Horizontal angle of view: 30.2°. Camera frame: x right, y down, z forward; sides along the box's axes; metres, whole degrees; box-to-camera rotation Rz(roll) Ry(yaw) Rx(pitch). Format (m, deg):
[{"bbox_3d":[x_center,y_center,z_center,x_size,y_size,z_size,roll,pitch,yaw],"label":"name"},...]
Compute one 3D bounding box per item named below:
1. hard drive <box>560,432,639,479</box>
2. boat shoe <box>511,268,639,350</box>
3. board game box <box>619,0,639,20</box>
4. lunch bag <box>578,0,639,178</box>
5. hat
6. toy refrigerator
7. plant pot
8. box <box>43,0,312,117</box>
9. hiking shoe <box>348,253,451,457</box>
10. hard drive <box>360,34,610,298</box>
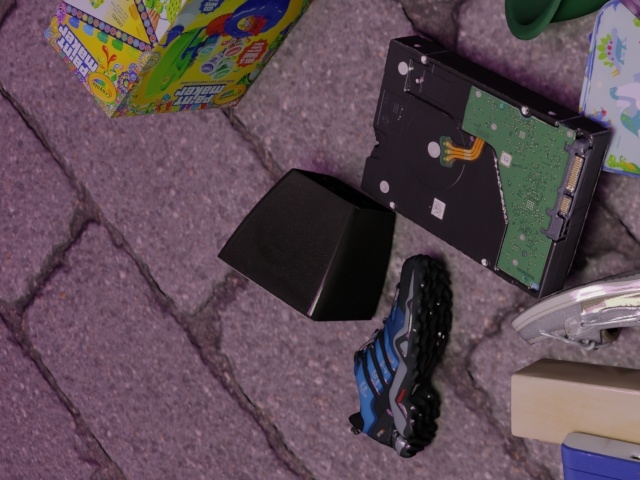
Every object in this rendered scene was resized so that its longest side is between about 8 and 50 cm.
[{"bbox_3d":[0.422,0.401,1.509,0.210,0.040,0.319,7,121,32],"label":"hard drive"},{"bbox_3d":[0.394,0.091,1.498,0.320,0.118,0.103,-17,84,28],"label":"boat shoe"},{"bbox_3d":[0.441,-0.326,1.363,0.208,0.056,0.347,-36,72,-12],"label":"board game box"},{"bbox_3d":[0.409,-0.186,1.453,0.176,0.090,0.219,15,108,31],"label":"lunch bag"},{"bbox_3d":[0.359,-0.321,1.506,0.208,0.183,0.173,-141,62,-72],"label":"hat"},{"bbox_3d":[0.389,0.221,1.529,0.269,0.102,0.094,4,101,33],"label":"toy refrigerator"},{"bbox_3d":[0.000,0.000,1.724,0.187,0.188,0.167,33,102,27],"label":"plant pot"},{"bbox_3d":[-0.190,-0.343,1.719,0.177,0.290,0.279,50,122,16],"label":"box"},{"bbox_3d":[0.102,0.162,1.710,0.132,0.113,0.304,15,106,31],"label":"hiking shoe"},{"bbox_3d":[0.206,-0.104,1.573,0.339,0.064,0.237,34,126,38],"label":"hard drive"}]
